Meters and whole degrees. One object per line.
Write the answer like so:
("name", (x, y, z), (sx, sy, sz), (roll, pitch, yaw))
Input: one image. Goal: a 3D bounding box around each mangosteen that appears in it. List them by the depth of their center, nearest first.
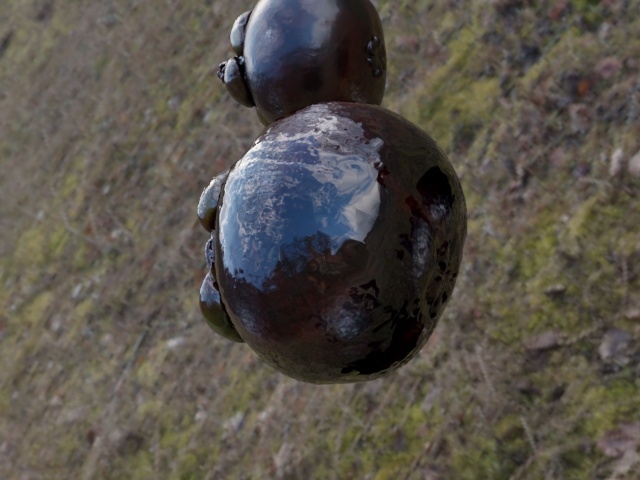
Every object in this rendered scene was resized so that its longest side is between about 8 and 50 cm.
("mangosteen", (0.000, 0.000, 0.538), (0.152, 0.152, 0.152), (-40, 31, 31))
("mangosteen", (-0.017, -0.136, 0.792), (0.140, 0.140, 0.140), (-40, 31, 31))
